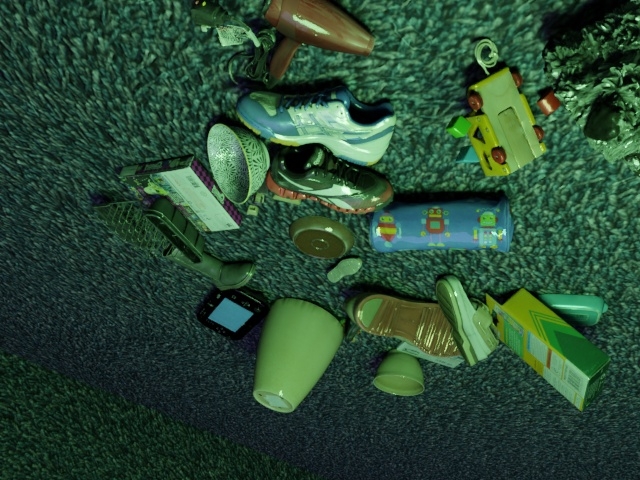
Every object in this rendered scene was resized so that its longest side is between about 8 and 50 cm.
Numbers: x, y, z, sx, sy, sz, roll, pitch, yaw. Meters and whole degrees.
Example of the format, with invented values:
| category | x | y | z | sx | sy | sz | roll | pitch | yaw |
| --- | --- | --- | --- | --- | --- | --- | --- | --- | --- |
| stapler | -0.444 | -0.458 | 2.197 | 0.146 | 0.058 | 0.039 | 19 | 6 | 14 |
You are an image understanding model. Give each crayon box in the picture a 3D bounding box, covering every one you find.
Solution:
| category | x | y | z | sx | sy | sz | roll | pitch | yaw |
| --- | --- | --- | --- | --- | --- | --- | --- | --- | --- |
| crayon box | 0.568 | 0.259 | 1.620 | 0.323 | 0.083 | 0.203 | 44 | 165 | 36 |

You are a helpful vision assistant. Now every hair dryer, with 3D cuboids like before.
| category | x | y | z | sx | sy | sz | roll | pitch | yaw |
| --- | --- | --- | --- | --- | --- | --- | --- | --- | --- |
| hair dryer | -0.050 | -0.345 | 1.078 | 0.293 | 0.080 | 0.223 | 6 | 162 | 20 |

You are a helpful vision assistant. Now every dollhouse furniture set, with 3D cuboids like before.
| category | x | y | z | sx | sy | sz | roll | pitch | yaw |
| --- | --- | --- | --- | --- | --- | --- | --- | --- | --- |
| dollhouse furniture set | -0.106 | -0.083 | 1.464 | 0.114 | 0.091 | 0.081 | 13 | 162 | -5 |

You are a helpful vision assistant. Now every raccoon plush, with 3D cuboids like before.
| category | x | y | z | sx | sy | sz | roll | pitch | yaw |
| --- | --- | --- | --- | --- | --- | --- | --- | --- | --- |
| raccoon plush | 0.534 | -0.271 | 0.942 | 0.299 | 0.216 | 0.446 | -35 | 155 | 32 |

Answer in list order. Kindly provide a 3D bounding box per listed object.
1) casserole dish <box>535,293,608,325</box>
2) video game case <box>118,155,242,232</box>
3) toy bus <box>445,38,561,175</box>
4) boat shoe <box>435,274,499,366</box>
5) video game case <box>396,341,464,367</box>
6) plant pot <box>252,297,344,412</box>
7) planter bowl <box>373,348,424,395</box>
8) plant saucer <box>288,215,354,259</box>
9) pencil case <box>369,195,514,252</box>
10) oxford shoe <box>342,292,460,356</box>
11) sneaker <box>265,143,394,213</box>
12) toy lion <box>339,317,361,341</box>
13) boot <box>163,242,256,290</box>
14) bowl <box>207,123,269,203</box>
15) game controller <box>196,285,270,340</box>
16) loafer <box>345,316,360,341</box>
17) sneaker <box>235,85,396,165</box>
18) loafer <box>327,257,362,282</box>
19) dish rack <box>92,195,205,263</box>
| category | x | y | z | sx | sy | sz | roll | pitch | yaw |
| --- | --- | --- | --- | --- | --- | --- | --- | --- | --- |
| casserole dish | 0.637 | 0.182 | 1.635 | 0.188 | 0.037 | 0.114 | 1 | 145 | 15 |
| video game case | -0.332 | -0.102 | 1.531 | 0.210 | 0.042 | 0.232 | -5 | 143 | 26 |
| toy bus | 0.297 | -0.211 | 1.100 | 0.190 | 0.202 | 0.104 | 18 | 177 | -20 |
| boat shoe | 0.390 | 0.197 | 1.684 | 0.103 | 0.113 | 0.302 | -28 | 125 | -4 |
| video game case | 0.360 | 0.324 | 1.951 | 0.201 | 0.023 | 0.183 | 19 | 146 | -8 |
| plant pot | -0.089 | 0.356 | 1.887 | 0.256 | 0.274 | 0.256 | 14 | 143 | 11 |
| planter bowl | 0.255 | 0.415 | 2.040 | 0.162 | 0.109 | 0.162 | 8 | 147 | 5 |
| plant saucer | 0.000 | 0.000 | 1.586 | 0.168 | 0.029 | 0.168 | 9 | 146 | 6 |
| pencil case | 0.256 | -0.033 | 1.368 | 0.306 | 0.120 | 0.133 | 0 | 175 | 18 |
| oxford shoe | 0.246 | 0.219 | 1.774 | 0.396 | 0.141 | 0.146 | 23 | 177 | -24 |
| sneaker | 0.021 | -0.132 | 1.319 | 0.276 | 0.098 | 0.135 | 13 | 149 | 3 |
| toy lion | 0.077 | 0.271 | 1.962 | 0.100 | 0.034 | 0.096 | 9 | 139 | 7 |
| boot | -0.305 | 0.055 | 1.744 | 0.189 | 0.076 | 0.208 | -23 | 126 | 39 |
| bowl | -0.158 | -0.167 | 1.320 | 0.080 | 0.170 | 0.170 | -21 | 162 | -32 |
| game controller | -0.274 | 0.222 | 1.972 | 0.166 | 0.067 | 0.319 | 23 | 144 | -16 |
| loafer | 0.108 | 0.247 | 1.876 | 0.061 | 0.062 | 0.170 | 5 | 141 | -7 |
| sneaker | -0.003 | -0.242 | 1.177 | 0.296 | 0.112 | 0.131 | 11 | 139 | -14 |
| loafer | 0.067 | 0.070 | 1.667 | 0.125 | 0.039 | 0.045 | -33 | 93 | 44 |
| dish rack | -0.435 | -0.024 | 1.588 | 0.271 | 0.074 | 0.208 | -2 | 143 | 29 |
